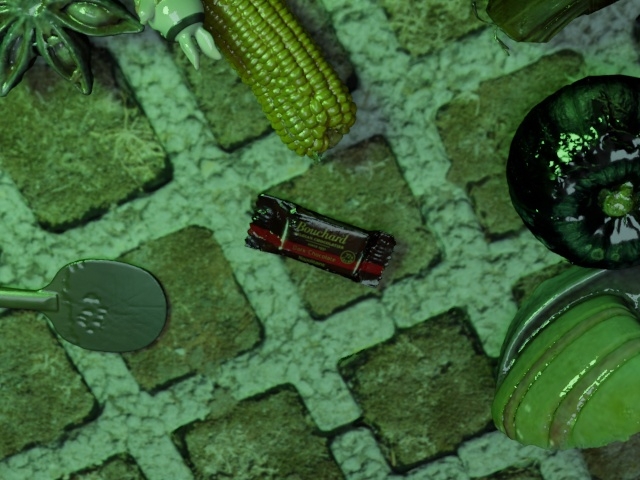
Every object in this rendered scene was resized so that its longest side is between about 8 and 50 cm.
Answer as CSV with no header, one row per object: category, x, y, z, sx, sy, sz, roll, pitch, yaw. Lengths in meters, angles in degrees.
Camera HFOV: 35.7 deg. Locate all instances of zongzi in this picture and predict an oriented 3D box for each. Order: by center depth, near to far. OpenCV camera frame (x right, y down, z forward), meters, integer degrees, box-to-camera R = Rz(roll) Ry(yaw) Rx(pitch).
zongzi,0.282,-0.277,1.012,0.247,0.241,0.111,-36,107,13

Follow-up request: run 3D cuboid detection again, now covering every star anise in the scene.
star anise,-0.312,-0.274,1.088,0.235,0.109,0.223,-3,124,-5

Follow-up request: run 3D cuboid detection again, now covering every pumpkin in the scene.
pumpkin,0.328,-0.078,1.127,0.233,0.163,0.233,3,121,4

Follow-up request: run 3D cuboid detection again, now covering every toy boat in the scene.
toy boat,0.305,0.140,1.172,0.276,0.293,0.111,-36,106,28

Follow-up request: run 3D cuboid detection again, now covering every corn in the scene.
corn,-0.071,-0.231,1.107,0.102,0.102,0.313,-34,107,12

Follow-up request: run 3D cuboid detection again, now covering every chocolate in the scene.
chocolate,0.000,0.000,1.231,0.182,0.028,0.086,15,117,-4

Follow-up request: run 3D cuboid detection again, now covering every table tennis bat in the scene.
table tennis bat,-0.312,0.079,1.266,0.234,0.022,0.131,6,111,-4

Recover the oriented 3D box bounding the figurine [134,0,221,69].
figurine,-0.156,-0.254,1.042,0.081,0.098,0.146,-25,111,-5
